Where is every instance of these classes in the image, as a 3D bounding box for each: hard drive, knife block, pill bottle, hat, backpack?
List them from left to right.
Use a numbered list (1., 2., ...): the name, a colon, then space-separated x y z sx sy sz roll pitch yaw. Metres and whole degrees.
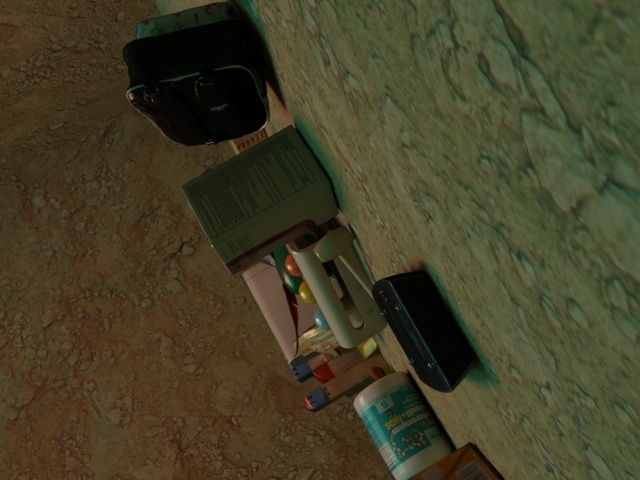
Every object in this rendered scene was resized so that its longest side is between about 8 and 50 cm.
1. backpack: -0.203 -0.273 1.373 0.253 0.225 0.191 60 -160 -63
2. knife block: -0.229 -0.342 2.017 0.242 0.088 0.276 60 175 24
3. hat: -0.067 0.095 1.712 0.208 0.183 0.173 36 142 -4
4. hard drive: -0.053 0.165 2.249 0.353 0.233 0.047 57 174 39
5. pill bottle: 0.196 0.437 1.775 0.264 0.146 0.146 58 175 23
6. hard drive: 0.136 0.121 1.091 0.172 0.054 0.255 61 175 6

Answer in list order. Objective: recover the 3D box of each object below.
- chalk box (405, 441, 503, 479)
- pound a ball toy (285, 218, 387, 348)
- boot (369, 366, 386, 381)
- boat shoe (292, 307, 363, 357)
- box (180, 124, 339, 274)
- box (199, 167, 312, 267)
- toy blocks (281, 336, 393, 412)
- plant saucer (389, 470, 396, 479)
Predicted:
1. chalk box: 0.271 0.535 1.363 0.289 0.179 0.180 63 175 -18
2. pound a ball toy: 0.023 0.084 1.585 0.319 0.135 0.208 63 175 -34
3. boot: 0.211 0.483 2.049 0.264 0.096 0.280 63 170 -13
4. boat shoe: 0.031 0.239 1.970 0.110 0.121 0.341 51 150 4
5. box: -0.105 -0.071 1.422 0.149 0.232 0.127 58 175 29
6. box: -0.140 -0.036 1.827 0.293 0.057 0.201 20 140 20
7. toy blocks: 0.013 0.314 2.279 0.381 0.260 0.191 59 175 24
8. plant saucer: 0.234 0.544 1.845 0.199 0.198 0.036 59 133 25
